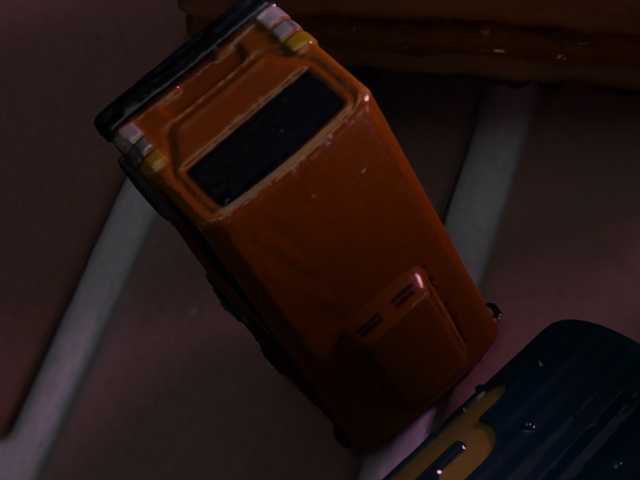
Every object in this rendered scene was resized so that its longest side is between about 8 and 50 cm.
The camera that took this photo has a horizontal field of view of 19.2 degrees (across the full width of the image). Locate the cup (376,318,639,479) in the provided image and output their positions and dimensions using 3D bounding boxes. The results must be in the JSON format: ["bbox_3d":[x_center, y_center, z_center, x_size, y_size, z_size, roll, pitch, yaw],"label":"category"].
[{"bbox_3d":[0.071,0.121,0.737,0.155,0.131,0.176,-45,16,-18],"label":"cup"}]

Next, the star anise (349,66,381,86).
[{"bbox_3d":[-0.018,-0.077,1.035,0.141,0.042,0.141,-20,43,19],"label":"star anise"}]

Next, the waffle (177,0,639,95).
[{"bbox_3d":[0.120,-0.197,0.951,0.376,0.114,0.261,5,66,26],"label":"waffle"}]

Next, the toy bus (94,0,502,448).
[{"bbox_3d":[0.000,0.000,0.834,0.098,0.201,0.114,-40,49,-7],"label":"toy bus"}]
